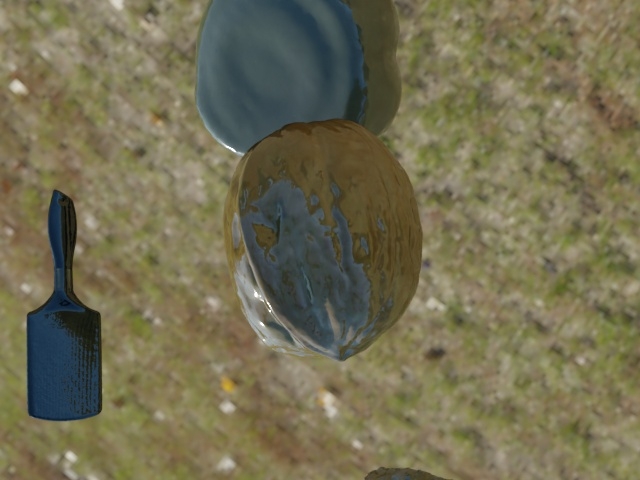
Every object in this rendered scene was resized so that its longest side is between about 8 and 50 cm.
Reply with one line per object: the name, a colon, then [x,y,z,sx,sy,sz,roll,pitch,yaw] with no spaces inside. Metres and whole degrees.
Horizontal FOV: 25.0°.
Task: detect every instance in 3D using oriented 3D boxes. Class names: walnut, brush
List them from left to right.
brush: [-0.214,0.054,1.202,0.063,0.193,0.016,0,-178,-19]
walnut: [0.000,0.000,1.520,0.225,0.261,0.225,-9,164,-2]

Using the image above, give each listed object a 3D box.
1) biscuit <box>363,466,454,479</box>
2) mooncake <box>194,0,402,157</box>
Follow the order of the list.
biscuit: [0.116,0.306,1.265,0.133,0.250,0.032,-14,149,10]
mooncake: [-0.022,-0.210,1.713,0.275,0.135,0.275,8,105,32]
